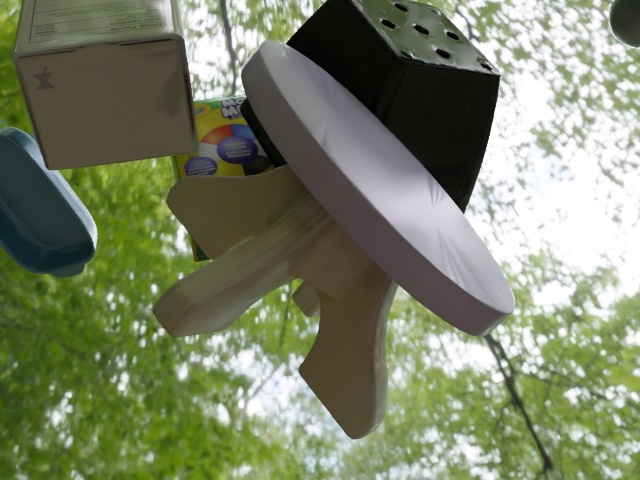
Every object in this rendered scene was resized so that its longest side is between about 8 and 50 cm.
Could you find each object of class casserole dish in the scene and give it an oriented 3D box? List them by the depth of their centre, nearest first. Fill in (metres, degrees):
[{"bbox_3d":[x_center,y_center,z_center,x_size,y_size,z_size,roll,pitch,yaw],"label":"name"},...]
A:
[{"bbox_3d":[-0.301,-0.042,0.910,0.114,0.037,0.188,-14,-58,27],"label":"casserole dish"}]

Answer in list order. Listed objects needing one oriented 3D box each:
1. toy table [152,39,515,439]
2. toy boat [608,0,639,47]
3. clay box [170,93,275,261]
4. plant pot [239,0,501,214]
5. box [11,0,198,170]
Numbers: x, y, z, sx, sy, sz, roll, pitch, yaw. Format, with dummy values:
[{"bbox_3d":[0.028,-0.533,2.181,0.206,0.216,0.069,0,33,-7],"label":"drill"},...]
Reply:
[{"bbox_3d":[0.000,0.000,0.676,0.161,0.274,0.252,-47,-32,21],"label":"toy table"},{"bbox_3d":[0.288,-0.299,0.826,0.318,0.267,0.148,23,-75,-51],"label":"toy boat"},{"bbox_3d":[-0.092,-0.084,0.938,0.127,0.222,0.053,-10,-39,-13],"label":"clay box"},{"bbox_3d":[0.059,-0.134,0.859,0.188,0.187,0.167,-1,-47,-34],"label":"plant pot"},{"bbox_3d":[-0.206,-0.211,0.872,0.148,0.311,0.121,-7,-49,-6],"label":"box"}]
